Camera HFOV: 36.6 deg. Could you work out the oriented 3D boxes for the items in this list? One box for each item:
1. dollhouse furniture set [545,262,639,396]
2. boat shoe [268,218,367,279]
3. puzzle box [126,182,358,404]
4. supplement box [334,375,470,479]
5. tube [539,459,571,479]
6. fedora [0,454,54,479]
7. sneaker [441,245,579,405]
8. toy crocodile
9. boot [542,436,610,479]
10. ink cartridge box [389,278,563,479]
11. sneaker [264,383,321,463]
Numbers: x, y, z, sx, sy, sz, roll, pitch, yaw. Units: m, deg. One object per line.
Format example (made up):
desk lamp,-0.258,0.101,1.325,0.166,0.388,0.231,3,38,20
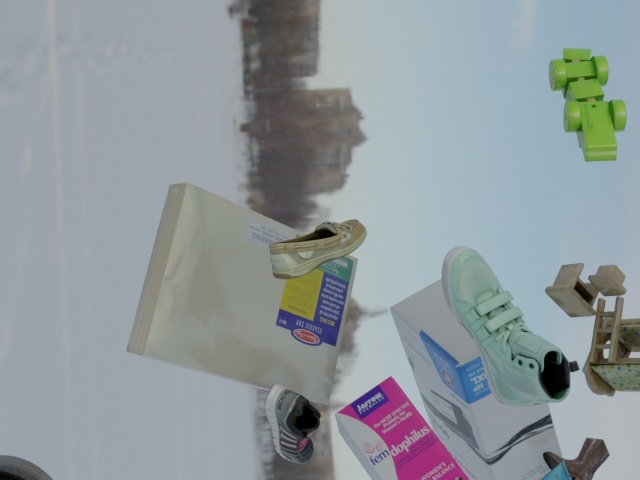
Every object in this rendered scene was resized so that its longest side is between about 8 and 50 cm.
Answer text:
dollhouse furniture set,0.369,0.104,1.107,0.182,0.161,0.101,-12,-138,55
boat shoe,-0.002,0.000,1.209,0.056,0.153,0.048,9,-62,50
puzzle box,-0.110,0.100,1.584,0.052,0.409,0.272,-1,-109,44
supplement box,0.129,0.336,1.480,0.220,0.111,0.114,52,-11,24
tube,0.339,0.454,1.604,0.207,0.052,0.080,-45,-153,18
fedora,-0.549,0.509,1.721,0.124,0.275,0.243,53,54,-73
sneaker,0.275,0.117,1.378,0.151,0.094,0.256,-14,-76,63
toy crocodile,0.541,-0.281,1.974,0.105,0.115,0.340,83,3,-50
boot,0.495,0.410,1.863,0.114,0.106,0.037,-44,173,-32
ink cartridge box,0.320,0.308,1.953,0.285,0.166,0.395,40,-25,60
sneaker,-0.033,0.299,1.529,0.063,0.075,0.170,-50,138,-37
